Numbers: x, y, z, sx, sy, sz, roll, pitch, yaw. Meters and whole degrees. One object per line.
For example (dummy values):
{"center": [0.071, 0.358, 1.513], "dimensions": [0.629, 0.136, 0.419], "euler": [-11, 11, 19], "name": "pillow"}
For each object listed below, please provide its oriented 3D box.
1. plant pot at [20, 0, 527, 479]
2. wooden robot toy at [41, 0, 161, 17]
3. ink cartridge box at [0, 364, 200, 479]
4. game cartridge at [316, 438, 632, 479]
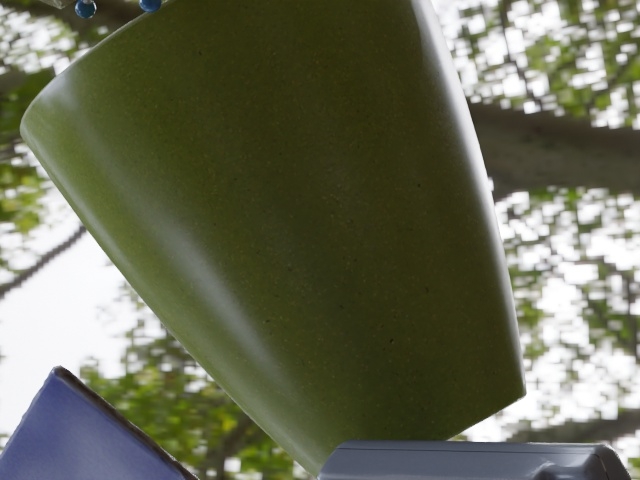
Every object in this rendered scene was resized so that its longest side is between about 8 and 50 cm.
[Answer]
{"center": [0.000, 0.000, 1.157], "dimensions": [0.275, 0.275, 0.293], "euler": [-23, -97, -34], "name": "plant pot"}
{"center": [-0.137, -0.173, 1.031], "dimensions": [0.079, 0.173, 0.076], "euler": [20, -96, -30], "name": "wooden robot toy"}
{"center": [-0.012, 0.205, 0.595], "dimensions": [0.307, 0.303, 0.072], "euler": [36, -121, -1], "name": "ink cartridge box"}
{"center": [0.115, 0.236, 1.044], "dimensions": [0.062, 0.198, 0.297], "euler": [-45, -58, -40], "name": "game cartridge"}
